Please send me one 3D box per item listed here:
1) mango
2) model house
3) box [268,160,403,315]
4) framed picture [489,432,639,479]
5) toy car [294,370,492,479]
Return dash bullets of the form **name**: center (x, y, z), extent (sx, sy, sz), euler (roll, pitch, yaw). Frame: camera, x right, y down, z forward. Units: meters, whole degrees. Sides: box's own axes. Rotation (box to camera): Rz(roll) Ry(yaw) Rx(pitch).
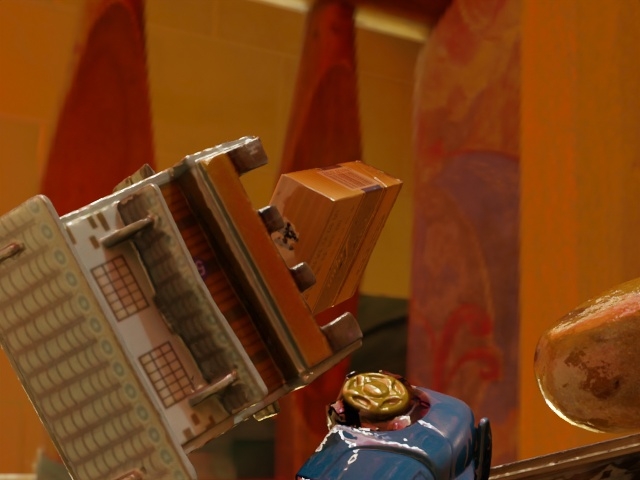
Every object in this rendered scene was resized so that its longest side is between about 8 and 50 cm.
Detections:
- **mango**: center (0.441, 0.137, 1.603), extent (0.329, 0.176, 0.175), euler (-27, 35, 9)
- **model house**: center (-0.126, 0.064, 0.906), extent (0.198, 0.215, 0.224), euler (-27, 90, 55)
- **box**: center (0.000, 0.000, 1.300), extent (0.070, 0.237, 0.152), euler (28, 105, 17)
- **framed picture**: center (0.214, 0.275, 1.194), extent (0.232, 0.296, 0.019), euler (102, 150, -44)
- **toy car**: center (0.036, 0.241, 0.903), extent (0.166, 0.314, 0.198), euler (16, 119, 20)
